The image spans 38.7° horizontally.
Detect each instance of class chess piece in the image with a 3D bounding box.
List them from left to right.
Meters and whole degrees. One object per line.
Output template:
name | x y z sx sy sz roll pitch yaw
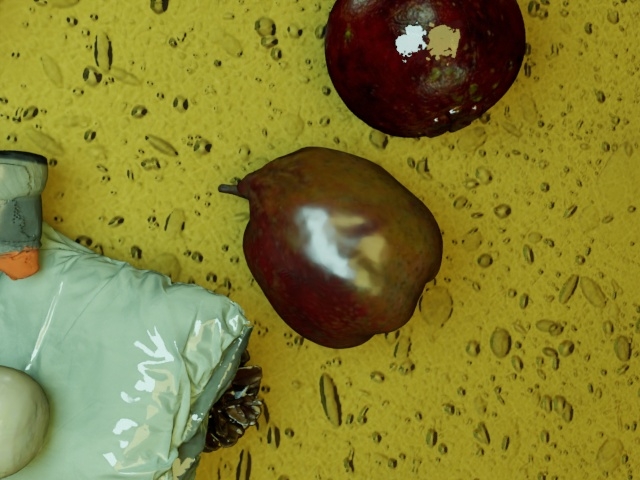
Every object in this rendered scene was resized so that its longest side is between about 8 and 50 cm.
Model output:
chess piece | -0.370 0.143 0.794 0.261 0.143 0.142 12 96 1

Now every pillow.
pillow | -0.232 0.141 0.911 0.310 0.138 0.283 16 89 20

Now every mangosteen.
mangosteen | 0.099 -0.238 0.990 0.215 0.215 0.257 -15 73 -17

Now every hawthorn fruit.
hawthorn fruit | 0.000 0.000 0.993 0.248 0.208 0.208 30 89 -10

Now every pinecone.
pinecone | -0.125 0.173 1.012 0.140 0.121 0.140 -7 102 -34

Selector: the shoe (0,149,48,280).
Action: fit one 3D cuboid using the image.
shoe | -0.417 0.014 0.856 0.336 0.132 0.171 -8 98 -8
